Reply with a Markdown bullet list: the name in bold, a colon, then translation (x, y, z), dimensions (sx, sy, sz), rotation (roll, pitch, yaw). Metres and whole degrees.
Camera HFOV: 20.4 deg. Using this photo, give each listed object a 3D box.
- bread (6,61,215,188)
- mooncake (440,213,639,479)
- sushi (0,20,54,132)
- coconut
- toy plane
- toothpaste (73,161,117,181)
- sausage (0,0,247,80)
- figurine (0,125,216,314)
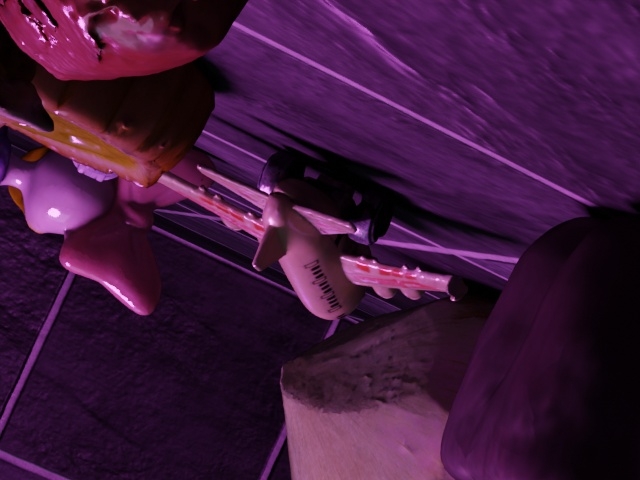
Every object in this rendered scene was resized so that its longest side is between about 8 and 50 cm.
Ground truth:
- **bread**: translation (-0.170, -0.105, 1.008), dimensions (0.236, 0.070, 0.236), rotation (24, 175, 2)
- **mooncake**: translation (0.215, 0.106, 0.851), dimensions (0.306, 0.154, 0.306), rotation (24, 177, 1)
- **sushi**: translation (-0.192, -0.113, 0.750), dimensions (0.139, 0.131, 0.291), rotation (1, 164, 10)
- **coconut**: translation (0.107, 0.183, 1.550), dimensions (0.328, 0.281, 0.328), rotation (26, -176, -2)
- **toy plane**: translation (0.000, 0.000, 1.197), dimensions (0.229, 0.092, 0.244), rotation (21, 176, 17)
- **toothpaste**: translation (-0.146, -0.084, 1.289), dimensions (0.089, 0.057, 0.234), rotation (23, 170, -10)
- **sausage**: translation (-0.065, -0.088, 0.565), dimensions (0.076, 0.076, 0.141), rotation (26, 177, -22)
- **figurine**: translation (-0.303, -0.089, 1.445), dimensions (0.420, 0.154, 0.193), rotation (26, 172, -16)
